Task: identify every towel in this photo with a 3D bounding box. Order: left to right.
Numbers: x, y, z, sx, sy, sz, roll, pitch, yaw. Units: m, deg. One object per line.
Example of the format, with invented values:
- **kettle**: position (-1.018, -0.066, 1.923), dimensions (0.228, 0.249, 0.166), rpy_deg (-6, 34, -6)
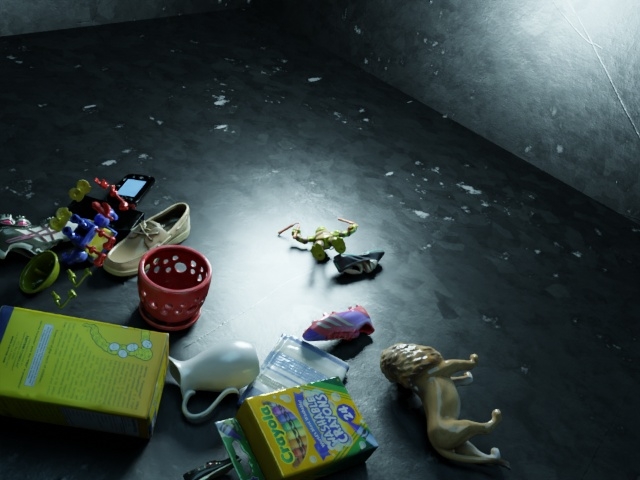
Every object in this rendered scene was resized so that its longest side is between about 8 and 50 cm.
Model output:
- **towel**: position (-0.064, 0.369, 1.745), dimensions (0.209, 0.034, 0.285), rpy_deg (25, 39, 9)

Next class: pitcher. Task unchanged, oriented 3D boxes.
- **pitcher**: position (-0.250, 0.336, 1.658), dimensions (0.207, 0.125, 0.177), rpy_deg (-12, 57, -18)

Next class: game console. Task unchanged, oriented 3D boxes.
- **game console**: position (-0.648, -0.130, 2.174), dimensions (0.213, 0.043, 0.361), rpy_deg (16, 32, 0)

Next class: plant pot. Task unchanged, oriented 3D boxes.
- **plant pot**: position (-0.393, 0.135, 1.814), dimensions (0.191, 0.174, 0.191), rpy_deg (10, 35, -7)

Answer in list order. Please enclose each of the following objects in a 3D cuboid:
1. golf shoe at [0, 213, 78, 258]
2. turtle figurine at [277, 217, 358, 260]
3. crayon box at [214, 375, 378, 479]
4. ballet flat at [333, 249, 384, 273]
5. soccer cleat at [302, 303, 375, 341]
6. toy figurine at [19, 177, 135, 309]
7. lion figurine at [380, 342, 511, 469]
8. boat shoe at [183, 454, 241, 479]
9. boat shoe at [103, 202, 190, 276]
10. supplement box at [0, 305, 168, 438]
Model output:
- **golf shoe**: position (-0.792, -0.003, 1.941), dimensions (0.273, 0.105, 0.120), rpy_deg (-1, 69, -34)
- **turtle figurine**: position (0.000, 0.000, 2.207), dimensions (0.270, 0.087, 0.217), rpy_deg (-4, 18, -5)
- **crayon box**: position (-0.051, 0.443, 1.556), dimensions (0.323, 0.083, 0.203), rpy_deg (-6, 50, -36)
- **ballet flat**: position (0.130, 0.074, 2.193), dimensions (0.203, 0.074, 0.074), rpy_deg (-5, 40, -35)
- **soccer cleat**: position (0.054, 0.246, 1.902), dimensions (0.248, 0.083, 0.095), rpy_deg (-13, 59, -47)
- **toy figurine**: position (-0.641, 0.027, 1.905), dimensions (0.191, 0.217, 0.362), rpy_deg (28, 80, 12)
- **lion figurine**: position (0.309, 0.418, 1.731), dimensions (0.240, 0.142, 0.392), rpy_deg (-4, 44, -14)
- **boat shoe**: position (-0.235, 0.500, 1.490), dimensions (0.133, 0.048, 0.042), rpy_deg (-19, 56, -32)
- **boat shoe**: position (-0.514, -0.012, 2.022), dimensions (0.122, 0.110, 0.341), rpy_deg (26, 37, 14)
- **supplement box**: position (-0.528, 0.293, 1.489), dimensions (0.357, 0.194, 0.195), rpy_deg (11, 60, -7)
